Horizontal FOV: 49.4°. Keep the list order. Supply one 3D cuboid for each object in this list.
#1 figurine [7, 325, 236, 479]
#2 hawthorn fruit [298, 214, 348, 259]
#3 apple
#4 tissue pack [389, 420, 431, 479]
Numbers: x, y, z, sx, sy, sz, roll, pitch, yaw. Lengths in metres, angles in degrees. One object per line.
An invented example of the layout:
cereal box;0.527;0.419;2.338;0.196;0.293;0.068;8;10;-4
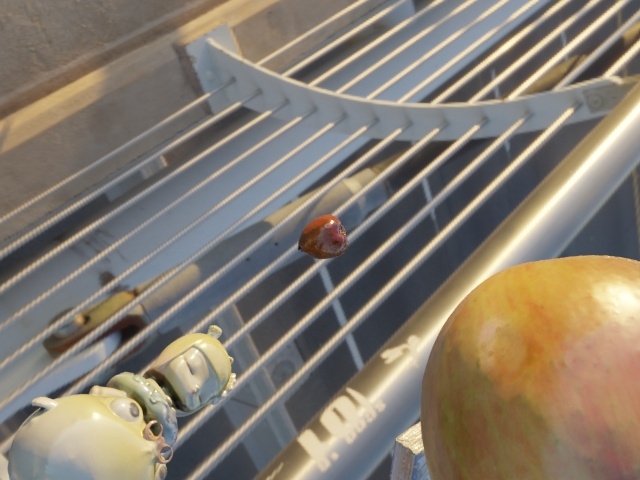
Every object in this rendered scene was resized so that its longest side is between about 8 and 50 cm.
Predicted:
figurine;-0.284;0.252;1.041;0.394;0.275;0.226;-38;119;-45
hawthorn fruit;0.000;0.000;1.258;0.093;0.081;0.081;-25;128;12
apple;0.297;0.197;0.785;0.392;0.391;0.346;4;62;-45
tissue pack;0.191;0.429;1.340;0.116;0.065;0.155;-20;124;-39
